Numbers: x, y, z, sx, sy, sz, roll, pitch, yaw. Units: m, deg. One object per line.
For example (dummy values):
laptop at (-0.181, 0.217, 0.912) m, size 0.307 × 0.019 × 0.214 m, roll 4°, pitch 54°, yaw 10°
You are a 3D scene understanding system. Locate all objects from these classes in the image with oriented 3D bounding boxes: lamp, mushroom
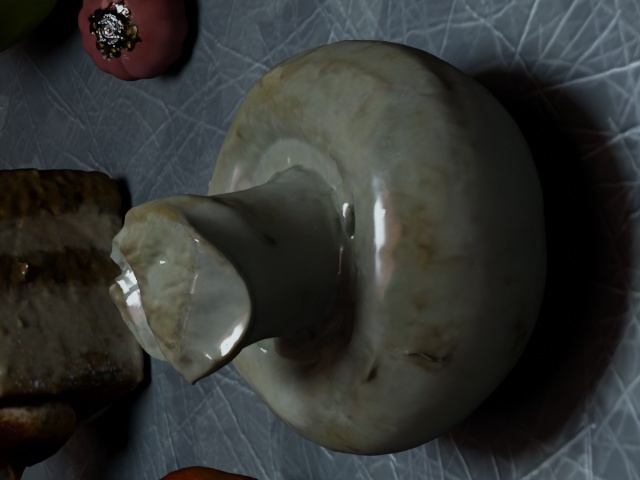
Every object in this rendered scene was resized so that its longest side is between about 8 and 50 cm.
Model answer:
lamp at (-0.175, -0.202, 1.671) m, size 0.107 × 0.092 × 0.107 m, roll 6°, pitch 105°, yaw 22°
mushroom at (0.000, 0.000, 1.242) m, size 0.297 × 0.290 × 0.297 m, roll -4°, pitch 85°, yaw 53°

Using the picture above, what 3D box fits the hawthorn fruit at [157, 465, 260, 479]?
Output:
hawthorn fruit at (-0.103, 0.330, 1.447) m, size 0.211 × 0.211 × 0.299 m, roll 55°, pitch 142°, yaw 40°

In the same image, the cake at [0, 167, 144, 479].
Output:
cake at (-0.286, 0.089, 1.725) m, size 0.196 × 0.199 × 0.293 m, roll -30°, pitch 68°, yaw 44°

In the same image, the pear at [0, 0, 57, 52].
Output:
pear at (-0.381, -0.318, 1.822) m, size 0.294 × 0.294 × 0.294 m, roll -6°, pitch 83°, yaw 54°
